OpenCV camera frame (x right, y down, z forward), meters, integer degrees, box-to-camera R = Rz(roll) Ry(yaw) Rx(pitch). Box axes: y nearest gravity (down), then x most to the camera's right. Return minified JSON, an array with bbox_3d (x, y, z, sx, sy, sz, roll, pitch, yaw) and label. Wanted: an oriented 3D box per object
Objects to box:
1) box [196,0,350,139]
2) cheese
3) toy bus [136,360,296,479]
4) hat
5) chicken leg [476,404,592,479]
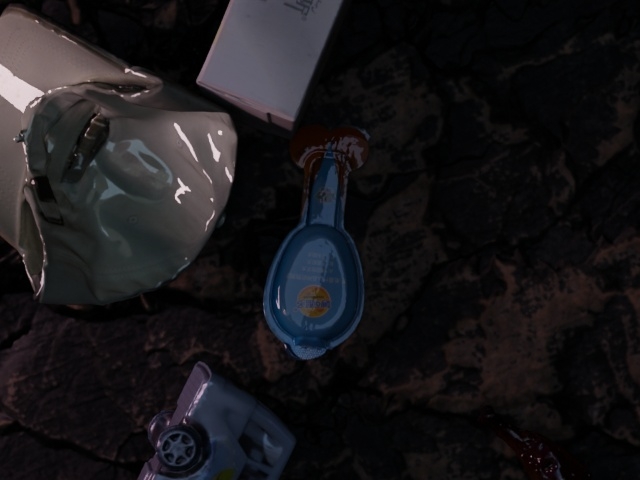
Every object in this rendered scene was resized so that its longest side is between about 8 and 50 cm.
[{"bbox_3d":[-0.025,-0.243,1.593,0.111,0.194,0.260,24,87,-1],"label":"box"},{"bbox_3d":[0.000,0.000,1.671,0.106,0.037,0.256,6,82,4],"label":"cheese"},{"bbox_3d":[-0.147,0.295,1.630,0.136,0.109,0.329,27,88,-11],"label":"toy bus"},{"bbox_3d":[-0.243,-0.097,1.626,0.301,0.168,0.258,39,106,21],"label":"hat"},{"bbox_3d":[0.240,0.259,1.675,0.093,0.053,0.205,-21,86,12],"label":"chicken leg"}]
